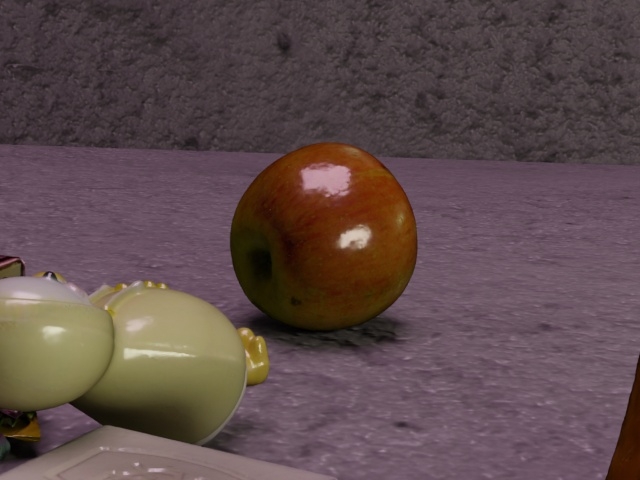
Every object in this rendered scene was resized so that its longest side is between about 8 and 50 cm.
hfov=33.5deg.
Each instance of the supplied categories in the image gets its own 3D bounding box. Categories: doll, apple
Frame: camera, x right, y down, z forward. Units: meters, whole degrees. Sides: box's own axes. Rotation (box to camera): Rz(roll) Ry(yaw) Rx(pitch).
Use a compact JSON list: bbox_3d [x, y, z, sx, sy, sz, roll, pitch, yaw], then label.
[{"bbox_3d":[-0.145,0.072,0.724,0.141,0.117,0.296,-1,-20,28],"label":"doll"},{"bbox_3d":[0.000,0.000,1.095,0.196,0.196,0.196,1,12,0],"label":"apple"}]

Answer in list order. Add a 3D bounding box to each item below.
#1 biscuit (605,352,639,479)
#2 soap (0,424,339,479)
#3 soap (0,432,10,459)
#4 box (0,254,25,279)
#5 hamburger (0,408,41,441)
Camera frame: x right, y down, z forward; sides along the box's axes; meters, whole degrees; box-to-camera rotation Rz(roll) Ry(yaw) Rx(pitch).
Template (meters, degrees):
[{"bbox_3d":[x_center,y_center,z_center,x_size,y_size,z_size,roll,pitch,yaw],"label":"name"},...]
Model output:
[{"bbox_3d":[0.153,0.125,0.451,0.066,0.220,0.220,12,15,25],"label":"biscuit"},{"bbox_3d":[-0.091,0.164,0.601,0.183,0.064,0.121,6,13,28],"label":"soap"},{"bbox_3d":[-0.247,0.135,0.627,0.100,0.056,0.149,-31,0,-10],"label":"soap"},{"bbox_3d":[-0.437,0.044,1.123,0.224,0.069,0.120,7,13,20],"label":"box"},{"bbox_3d":[-0.290,0.102,0.801,0.164,0.093,0.189,-6,12,-30],"label":"hamburger"}]
